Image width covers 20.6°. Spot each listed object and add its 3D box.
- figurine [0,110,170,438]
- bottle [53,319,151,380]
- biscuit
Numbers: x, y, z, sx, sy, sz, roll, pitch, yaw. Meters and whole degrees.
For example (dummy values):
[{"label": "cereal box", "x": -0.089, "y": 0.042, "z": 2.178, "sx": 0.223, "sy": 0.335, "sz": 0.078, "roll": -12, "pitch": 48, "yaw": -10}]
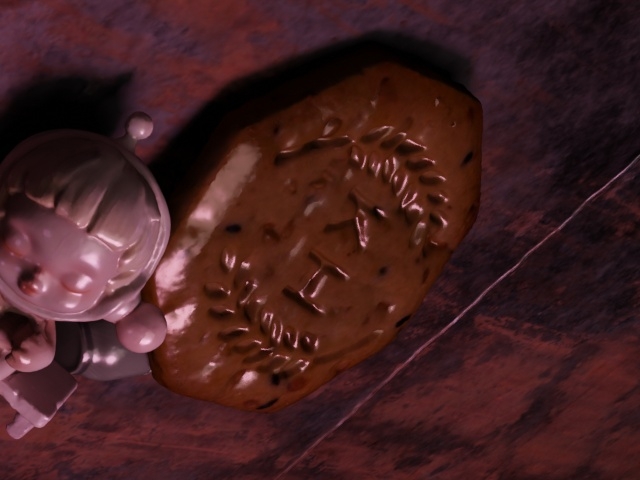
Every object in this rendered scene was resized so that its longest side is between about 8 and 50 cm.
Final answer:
[{"label": "figurine", "x": -0.194, "y": 0.022, "z": 1.286, "sx": 0.256, "sy": 0.182, "sz": 0.144, "roll": -47, "pitch": 165, "yaw": 23}, {"label": "bottle", "x": -0.117, "y": 0.070, "z": 1.530, "sx": 0.254, "sy": 0.079, "sz": 0.096, "roll": -9, "pitch": 170, "yaw": -40}, {"label": "biscuit", "x": 0.001, "y": 0.000, "z": 1.471, "sx": 0.359, "sy": 0.046, "sz": 0.359, "roll": -27, "pitch": 139, "yaw": -26}]
